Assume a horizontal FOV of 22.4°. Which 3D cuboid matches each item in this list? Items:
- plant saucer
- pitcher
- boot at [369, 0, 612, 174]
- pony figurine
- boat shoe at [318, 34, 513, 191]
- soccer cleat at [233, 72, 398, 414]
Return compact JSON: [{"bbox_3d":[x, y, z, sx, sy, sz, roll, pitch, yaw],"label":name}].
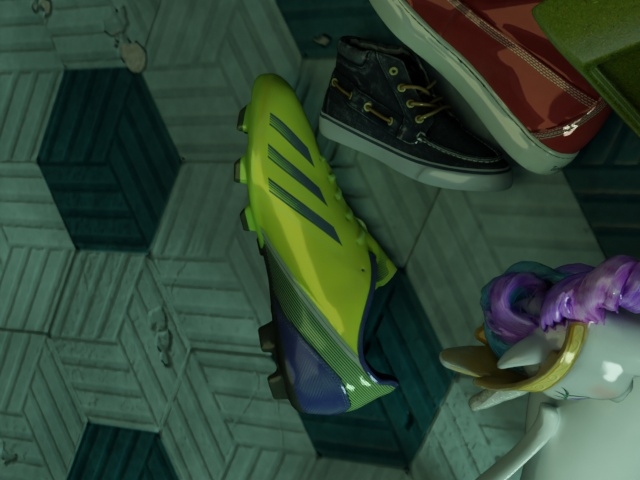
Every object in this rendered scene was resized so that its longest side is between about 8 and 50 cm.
[{"bbox_3d":[0.260,-0.109,1.049,0.188,0.045,0.188,-20,132,40],"label":"plant saucer"},{"bbox_3d":[0.183,0.144,1.157,0.125,0.178,0.207,47,127,39],"label":"pitcher"},{"bbox_3d":[0.143,-0.192,1.179,0.244,0.088,0.176,47,124,11],"label":"boot"},{"bbox_3d":[0.287,0.047,0.951,0.363,0.303,0.351,17,140,-8],"label":"pony figurine"},{"bbox_3d":[0.075,-0.100,1.262,0.183,0.065,0.083,24,115,34],"label":"boat shoe"},{"bbox_3d":[0.000,0.000,1.348,0.121,0.093,0.289,-10,89,9],"label":"soccer cleat"}]
